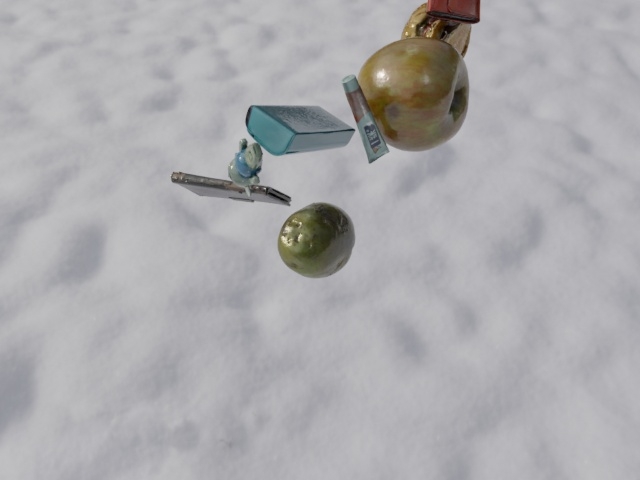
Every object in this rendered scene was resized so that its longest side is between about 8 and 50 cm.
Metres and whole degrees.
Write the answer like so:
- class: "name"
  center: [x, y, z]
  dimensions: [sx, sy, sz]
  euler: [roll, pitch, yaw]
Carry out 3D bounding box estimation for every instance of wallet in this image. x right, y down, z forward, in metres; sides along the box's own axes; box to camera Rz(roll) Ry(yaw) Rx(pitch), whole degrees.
- class: "wallet"
  center: [0.353, -0.670, 1.695]
  dimensions: [0.142, 0.045, 0.204]
  euler: [8, 74, -5]
- class: "wallet"
  center: [-0.252, -0.145, 1.830]
  dimensions: [0.317, 0.169, 0.044]
  euler: [9, 84, 24]

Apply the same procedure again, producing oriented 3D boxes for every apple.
- class: "apple"
  center: [0.210, -0.339, 1.507]
  dimensions: [0.265, 0.264, 0.264]
  euler: [5, 42, -4]

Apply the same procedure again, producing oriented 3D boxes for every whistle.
- class: "whistle"
  center: [-0.170, -0.173, 1.488]
  dimensions: [0.077, 0.236, 0.113]
  euler: [-16, 86, -17]

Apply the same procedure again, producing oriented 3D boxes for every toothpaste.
- class: "toothpaste"
  center: [0.097, -0.265, 1.423]
  dimensions: [0.056, 0.205, 0.036]
  euler: [-30, 33, -6]

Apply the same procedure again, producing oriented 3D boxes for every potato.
- class: "potato"
  center: [-0.001, -0.002, 1.610]
  dimensions: [0.149, 0.228, 0.197]
  euler: [-8, 71, 28]

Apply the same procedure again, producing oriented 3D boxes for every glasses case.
- class: "glasses case"
  center: [-0.040, -0.233, 1.374]
  dimensions: [0.117, 0.070, 0.301]
  euler: [37, 25, 16]

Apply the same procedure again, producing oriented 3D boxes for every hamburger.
- class: "hamburger"
  center: [0.320, -0.565, 1.864]
  dimensions: [0.163, 0.244, 0.244]
  euler: [37, 49, 18]
